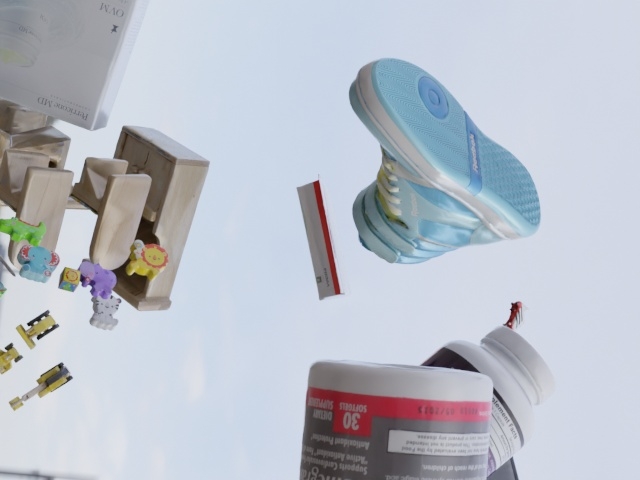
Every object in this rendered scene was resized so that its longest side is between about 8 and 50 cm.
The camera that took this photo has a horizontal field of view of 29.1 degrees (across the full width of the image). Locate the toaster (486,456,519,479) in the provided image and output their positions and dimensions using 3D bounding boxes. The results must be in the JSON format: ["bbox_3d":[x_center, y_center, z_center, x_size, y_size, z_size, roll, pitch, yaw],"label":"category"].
[{"bbox_3d":[0.239,0.379,1.959,0.168,0.110,0.185,117,-31,-53],"label":"toaster"}]

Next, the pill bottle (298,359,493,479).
[{"bbox_3d":[0.062,0.274,1.141,0.176,0.176,0.318,170,-74,-72],"label":"pill bottle"}]

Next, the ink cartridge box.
[{"bbox_3d":[0.000,0.000,1.868,0.225,0.056,0.181,20,58,-83],"label":"ink cartridge box"}]

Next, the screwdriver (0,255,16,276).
[{"bbox_3d":[-0.412,-0.014,1.495,0.170,0.025,0.024,41,-43,22],"label":"screwdriver"}]

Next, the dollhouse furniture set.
[{"bbox_3d":[-0.396,-0.042,1.857,0.362,0.394,0.256,31,-70,40],"label":"dollhouse furniture set"}]

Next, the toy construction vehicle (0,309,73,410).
[{"bbox_3d":[-0.330,0.139,1.397,0.086,0.098,0.035,59,14,-5],"label":"toy construction vehicle"}]

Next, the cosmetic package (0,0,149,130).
[{"bbox_3d":[-0.385,-0.299,1.757,0.138,0.224,0.224,-93,-157,-81],"label":"cosmetic package"}]

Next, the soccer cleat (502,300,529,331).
[{"bbox_3d":[0.336,0.146,2.139,0.029,0.036,0.083,4,-113,61],"label":"soccer cleat"}]

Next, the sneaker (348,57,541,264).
[{"bbox_3d":[0.087,-0.068,1.394,0.208,0.319,0.127,-21,-133,33],"label":"sneaker"}]

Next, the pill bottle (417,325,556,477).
[{"bbox_3d":[0.168,0.264,1.712,0.181,0.323,0.181,47,-16,18],"label":"pill bottle"}]

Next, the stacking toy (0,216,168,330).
[{"bbox_3d":[-0.331,0.037,1.601,0.167,0.221,0.052,-46,-145,47],"label":"stacking toy"}]
